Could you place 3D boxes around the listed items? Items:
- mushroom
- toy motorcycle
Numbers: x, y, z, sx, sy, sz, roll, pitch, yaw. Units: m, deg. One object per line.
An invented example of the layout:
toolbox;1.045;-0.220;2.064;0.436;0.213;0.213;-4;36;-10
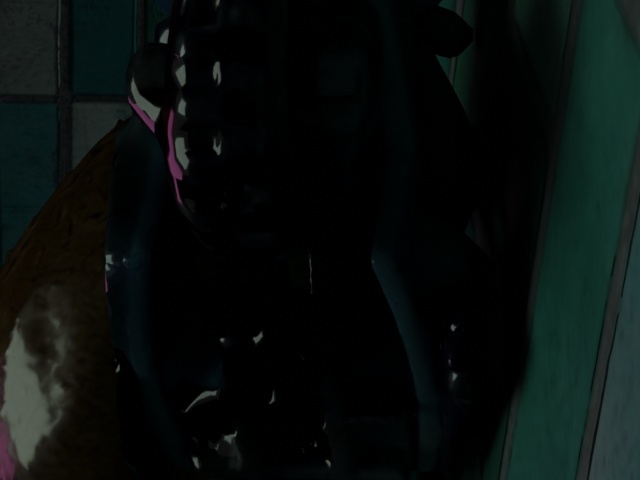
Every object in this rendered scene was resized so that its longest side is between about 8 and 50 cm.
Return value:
mushroom;-0.081;0.076;1.140;0.345;0.239;0.345;-177;90;-80
toy motorcycle;0.000;0.000;0.880;0.416;0.172;0.232;78;-166;-47
